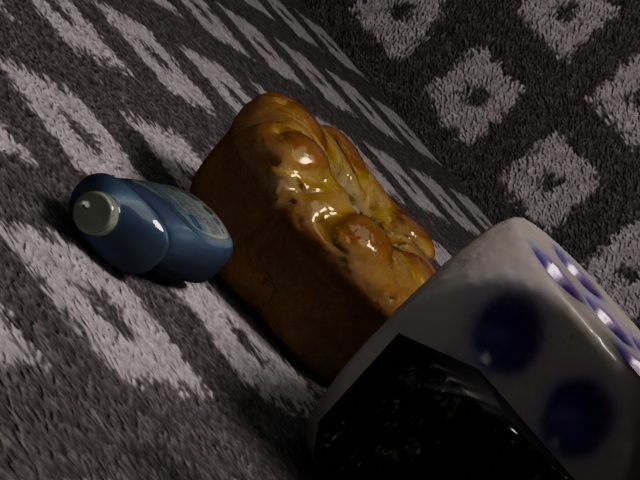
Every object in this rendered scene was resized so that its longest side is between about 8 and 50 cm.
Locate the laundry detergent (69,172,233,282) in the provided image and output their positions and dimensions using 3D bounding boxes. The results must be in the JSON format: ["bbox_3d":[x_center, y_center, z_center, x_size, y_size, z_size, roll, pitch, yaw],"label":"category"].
[{"bbox_3d":[-0.144,-0.013,1.493,0.096,0.061,0.206,52,12,16],"label":"laundry detergent"}]

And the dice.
[{"bbox_3d":[0.152,0.154,1.511,0.243,0.259,0.251,48,11,12],"label":"dice"}]

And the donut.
[{"bbox_3d":[0.000,0.000,1.773,0.299,0.150,0.317,52,11,25],"label":"donut"}]

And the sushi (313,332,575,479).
[{"bbox_3d":[0.098,0.224,1.180,0.227,0.212,0.215,43,0,-20],"label":"sushi"}]
